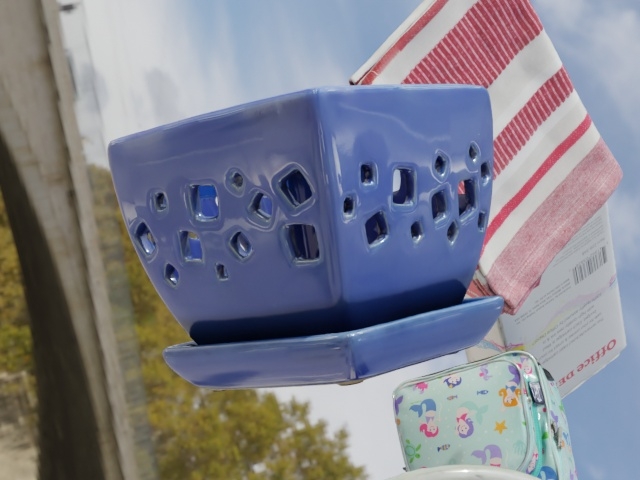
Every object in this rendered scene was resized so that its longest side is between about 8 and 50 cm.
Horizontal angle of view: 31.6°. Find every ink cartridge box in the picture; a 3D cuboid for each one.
[{"bbox_3d":[0.318,0.084,1.676,0.131,0.226,0.306,37,-28,47],"label":"ink cartridge box"}]

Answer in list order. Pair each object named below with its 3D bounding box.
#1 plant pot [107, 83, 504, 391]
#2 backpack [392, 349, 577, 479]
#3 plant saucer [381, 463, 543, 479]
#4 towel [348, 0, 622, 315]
[{"bbox_3d":[0.000,0.000,0.902,0.236,0.236,0.212,-10,-91,41],"label":"plant pot"},{"bbox_3d":[0.215,0.284,1.475,0.191,0.225,0.254,33,43,-60],"label":"backpack"},{"bbox_3d":[0.110,0.387,1.206,0.100,0.400,0.401,-116,-161,-63],"label":"plant saucer"},{"bbox_3d":[0.187,-0.111,1.180,0.037,0.237,0.329,11,-36,53],"label":"towel"}]
